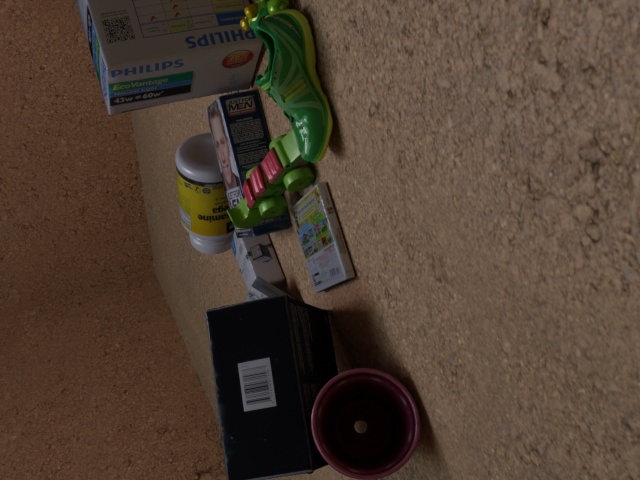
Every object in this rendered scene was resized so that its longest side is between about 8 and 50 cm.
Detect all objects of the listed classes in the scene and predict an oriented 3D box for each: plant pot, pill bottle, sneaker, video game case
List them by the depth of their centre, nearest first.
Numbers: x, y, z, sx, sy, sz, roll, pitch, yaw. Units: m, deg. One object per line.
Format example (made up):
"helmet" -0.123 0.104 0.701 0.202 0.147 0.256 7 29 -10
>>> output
"sneaker" -0.060 -0.287 1.427 0.109 0.124 0.295 173 81 -70
"plant pot" 0.084 0.357 1.439 0.180 0.201 0.201 85 165 -72
"video game case" 0.000 0.000 1.622 0.227 0.026 0.206 145 108 -70
"pill bottle" -0.309 -0.123 2.128 0.333 0.188 0.188 96 152 -46

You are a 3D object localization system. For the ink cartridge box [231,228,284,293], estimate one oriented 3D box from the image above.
"ink cartridge box" -0.175 0.058 2.052 0.139 0.082 0.190 117 133 -63

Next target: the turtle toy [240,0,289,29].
"turtle toy" -0.100 -0.450 1.484 0.066 0.095 0.130 52 160 -1

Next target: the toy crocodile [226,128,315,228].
"toy crocodile" -0.106 -0.138 1.640 0.340 0.105 0.115 -43 63 51

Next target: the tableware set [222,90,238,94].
"tableware set" -0.258 -0.442 1.998 0.154 0.024 0.104 -152 50 -65

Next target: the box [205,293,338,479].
"box" -0.080 0.310 1.569 0.312 0.179 0.343 34 -135 -70

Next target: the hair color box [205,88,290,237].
"hair color box" -0.185 -0.184 1.868 0.174 0.105 0.347 175 81 -70

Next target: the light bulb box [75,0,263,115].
"light bulb box" -0.363 -0.523 1.729 0.225 0.358 0.360 126 127 -68

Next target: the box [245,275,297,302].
"box" -0.125 0.176 1.953 0.145 0.038 0.186 32 152 3
